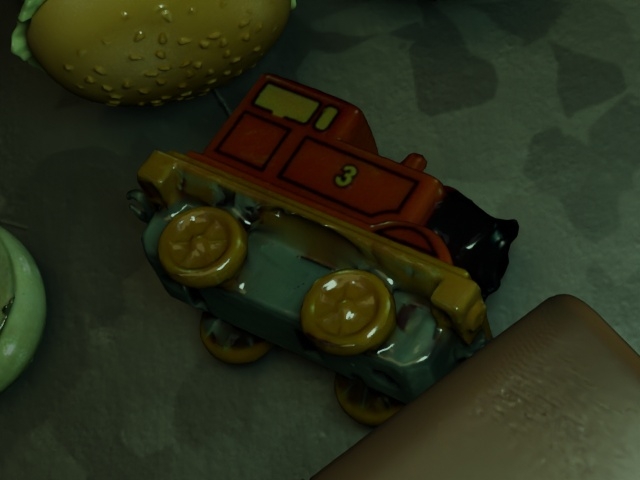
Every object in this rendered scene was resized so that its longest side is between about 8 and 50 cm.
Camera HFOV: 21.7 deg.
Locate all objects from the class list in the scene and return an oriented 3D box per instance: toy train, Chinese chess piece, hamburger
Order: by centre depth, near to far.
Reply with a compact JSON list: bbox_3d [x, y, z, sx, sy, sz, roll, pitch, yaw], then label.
[{"bbox_3d":[0.000,0.000,1.424,0.369,0.163,0.232,23,68,25],"label":"toy train"},{"bbox_3d":[-0.154,-0.235,1.514,0.274,0.274,0.212,-18,74,10],"label":"hamburger"},{"bbox_3d":[-0.347,0.066,1.548,0.188,0.083,0.188,-6,69,16],"label":"Chinese chess piece"}]

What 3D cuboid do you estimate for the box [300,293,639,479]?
[{"bbox_3d":[0.171,0.225,1.169,0.229,0.339,0.239,-39,62,-4],"label":"box"}]
